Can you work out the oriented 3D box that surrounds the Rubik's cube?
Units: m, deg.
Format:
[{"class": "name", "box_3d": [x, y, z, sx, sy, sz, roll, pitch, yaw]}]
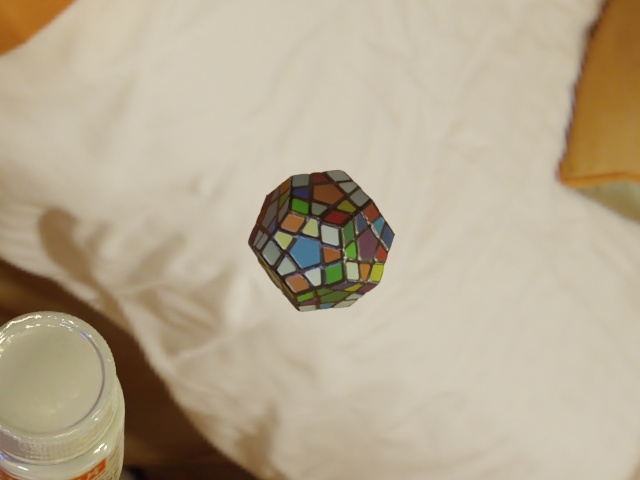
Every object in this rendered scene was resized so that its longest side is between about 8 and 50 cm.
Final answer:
[{"class": "Rubik's cube", "box_3d": [0.000, 0.000, 1.417, 0.112, 0.133, 0.133, -38, 117, -70]}]

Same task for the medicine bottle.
[{"class": "medicine bottle", "box_3d": [-0.253, 0.169, 1.470, 0.144, 0.252, 0.145, 4, 61, -7]}]
